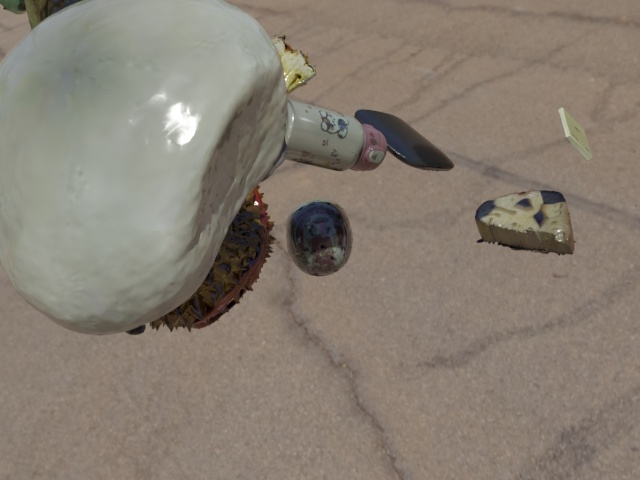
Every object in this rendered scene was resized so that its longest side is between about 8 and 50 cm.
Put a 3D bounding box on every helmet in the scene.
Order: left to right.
[{"bbox_3d":[0.000,-0.007,1.456,0.152,0.177,0.107,-11,-1,-4],"label":"helmet"}]

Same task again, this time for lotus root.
[{"bbox_3d":[0.472,-0.046,1.465,0.260,0.075,0.170,6,42,48],"label":"lotus root"}]

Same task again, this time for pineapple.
[{"bbox_3d":[-0.129,-0.376,1.494,0.236,0.186,0.114,6,-9,-19],"label":"pineapple"}]

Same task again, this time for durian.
[{"bbox_3d":[-0.255,-0.018,1.117,0.384,0.348,0.347,-2,24,-32],"label":"durian"}]

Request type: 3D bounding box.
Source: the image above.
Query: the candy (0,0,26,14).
[{"bbox_3d":[-0.590,-0.466,1.096,0.083,0.091,0.305,-18,-5,16],"label":"candy"}]

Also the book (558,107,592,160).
[{"bbox_3d":[0.521,-0.218,1.335,0.014,0.077,0.111,-37,26,34],"label":"book"}]

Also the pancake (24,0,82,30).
[{"bbox_3d":[-0.359,-0.409,1.077,0.049,0.295,0.294,11,44,34],"label":"pancake"}]

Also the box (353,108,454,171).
[{"bbox_3d":[0.184,-0.216,1.441,0.212,0.042,0.201,-5,45,-50],"label":"box"}]

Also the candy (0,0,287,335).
[{"bbox_3d":[-0.243,-0.123,0.721,0.426,0.186,0.386,29,80,36],"label":"candy"}]

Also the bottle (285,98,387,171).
[{"bbox_3d":[0.019,-0.190,1.239,0.233,0.110,0.110,10,22,-30],"label":"bottle"}]
